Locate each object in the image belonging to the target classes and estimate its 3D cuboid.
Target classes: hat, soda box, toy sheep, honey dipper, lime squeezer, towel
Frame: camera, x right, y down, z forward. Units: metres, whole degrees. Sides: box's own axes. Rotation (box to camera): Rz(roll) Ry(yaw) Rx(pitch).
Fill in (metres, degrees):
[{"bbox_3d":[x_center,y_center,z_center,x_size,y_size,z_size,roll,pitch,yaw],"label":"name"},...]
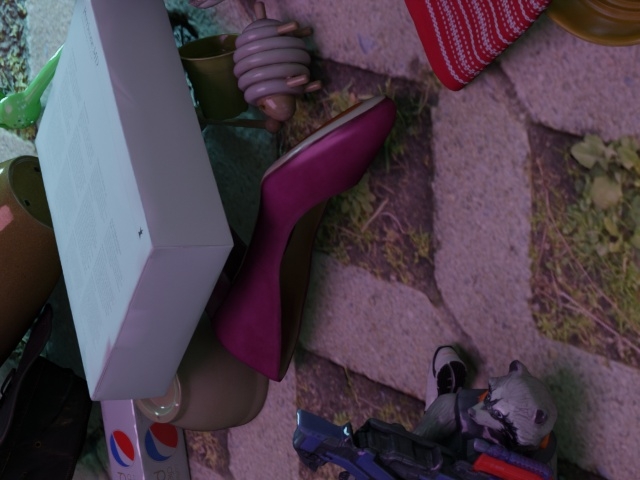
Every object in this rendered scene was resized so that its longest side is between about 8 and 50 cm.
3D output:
[{"bbox_3d":[-0.366,0.254,2.160,0.134,0.331,0.331,26,131,-12],"label":"hat"},{"bbox_3d":[-0.211,0.277,2.081,0.069,0.074,0.216,1,102,46],"label":"soda box"},{"bbox_3d":[-0.050,-0.188,1.779,0.091,0.091,0.132,-23,71,46],"label":"toy sheep"},{"bbox_3d":[-0.104,-0.132,1.890,0.161,0.030,0.030,9,108,40],"label":"honey dipper"},{"bbox_3d":[-0.410,-0.195,2.160,0.310,0.059,0.110,0,102,46],"label":"lime squeezer"},{"bbox_3d":[0.125,-0.260,1.536,0.199,0.031,0.275,67,163,6],"label":"towel"}]

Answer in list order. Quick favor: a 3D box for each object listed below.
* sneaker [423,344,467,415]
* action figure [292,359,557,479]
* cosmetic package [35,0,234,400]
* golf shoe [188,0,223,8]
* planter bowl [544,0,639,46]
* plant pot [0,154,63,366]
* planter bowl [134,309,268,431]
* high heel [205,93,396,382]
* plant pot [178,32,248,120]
[{"bbox_3d":[0.127,0.154,1.736,0.044,0.040,0.109,-107,23,-52],"label":"sneaker"},{"bbox_3d":[0.092,0.216,1.656,0.330,0.341,0.178,-41,30,36],"label":"action figure"},{"bbox_3d":[-0.214,-0.058,1.854,0.284,0.097,0.377,115,145,-49],"label":"cosmetic package"},{"bbox_3d":[-0.064,-0.277,1.765,0.176,0.086,0.069,-26,43,43],"label":"golf shoe"},{"bbox_3d":[0.267,-0.276,1.422,0.217,0.090,0.217,17,115,42],"label":"planter bowl"},{"bbox_3d":[-0.417,0.015,2.130,0.254,0.237,0.237,-39,73,30],"label":"plant pot"},{"bbox_3d":[-0.155,0.152,1.963,0.162,0.109,0.162,15,111,43],"label":"planter bowl"},{"bbox_3d":[0.000,0.000,1.781,0.181,0.127,0.377,50,136,1],"label":"high heel"},{"bbox_3d":[-0.111,-0.176,1.853,0.083,0.083,0.079,14,123,42],"label":"plant pot"}]
